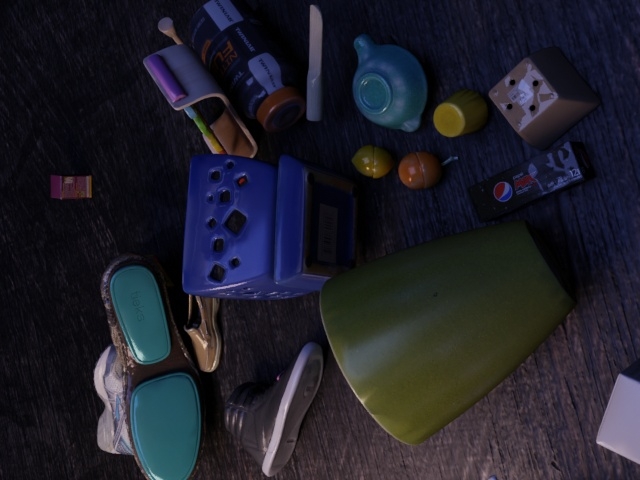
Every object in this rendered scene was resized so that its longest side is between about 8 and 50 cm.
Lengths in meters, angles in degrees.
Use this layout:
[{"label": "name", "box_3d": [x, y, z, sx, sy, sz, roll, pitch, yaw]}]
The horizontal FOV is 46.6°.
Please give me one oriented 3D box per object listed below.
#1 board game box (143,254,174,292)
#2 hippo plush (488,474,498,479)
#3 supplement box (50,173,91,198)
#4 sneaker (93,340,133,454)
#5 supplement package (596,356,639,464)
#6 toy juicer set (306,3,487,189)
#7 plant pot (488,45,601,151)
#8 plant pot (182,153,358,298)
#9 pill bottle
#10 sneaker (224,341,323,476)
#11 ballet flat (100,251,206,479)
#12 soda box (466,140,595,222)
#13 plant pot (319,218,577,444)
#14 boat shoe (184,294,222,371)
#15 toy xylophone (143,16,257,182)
[{"label": "board game box", "box_3d": [-0.401, 0.125, 1.638, 0.092, 0.043, 0.181, 53, 123, 21]}, {"label": "hippo plush", "box_3d": [0.379, 0.496, 1.007, 0.237, 0.234, 0.294, -12, 45, 21]}, {"label": "supplement box", "box_3d": [-0.578, -0.125, 1.721, 0.043, 0.083, 0.054, 9, 100, 37]}, {"label": "sneaker", "box_3d": [-0.422, 0.350, 1.656, 0.122, 0.110, 0.282, 9, 110, 22]}, {"label": "supplement package", "box_3d": [0.463, 0.238, 0.937, 0.179, 0.105, 0.105, 23, 109, 33]}, {"label": "toy juicer set", "box_3d": [0.094, -0.213, 1.194, 0.329, 0.089, 0.209, 38, 130, 19]}, {"label": "plant pot", "box_3d": [0.297, -0.197, 1.022, 0.109, 0.096, 0.109, -43, 70, 33]}, {"label": "plant pot", "box_3d": [-0.069, -0.018, 1.230, 0.212, 0.236, 0.235, -2, 82, 32]}, {"label": "pill bottle", "box_3d": [-0.123, -0.307, 1.316, 0.130, 0.130, 0.245, -48, 66, 31]}, {"label": "sneaker", "box_3d": [-0.097, 0.287, 1.378, 0.147, 0.105, 0.295, 32, 118, 25]}, {"label": "ballet flat", "box_3d": [-0.339, 0.256, 1.527, 0.182, 0.164, 0.482, -170, 68, -76]}, {"label": "soda box", "box_3d": [0.298, -0.082, 1.061, 0.169, 0.053, 0.060, -25, 79, 36]}, {"label": "plant pot", "box_3d": [0.197, 0.100, 1.056, 0.294, 0.275, 0.274, -34, 74, 19]}, {"label": "boat shoe", "box_3d": [-0.247, 0.178, 1.504, 0.068, 0.072, 0.189, 1, 96, 38]}, {"label": "toy xylophone", "box_3d": [-0.213, -0.249, 1.326, 0.081, 0.322, 0.236, -34, 63, -1]}]
